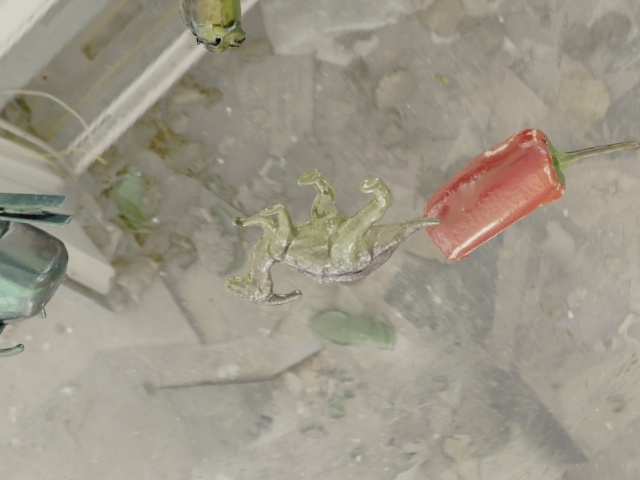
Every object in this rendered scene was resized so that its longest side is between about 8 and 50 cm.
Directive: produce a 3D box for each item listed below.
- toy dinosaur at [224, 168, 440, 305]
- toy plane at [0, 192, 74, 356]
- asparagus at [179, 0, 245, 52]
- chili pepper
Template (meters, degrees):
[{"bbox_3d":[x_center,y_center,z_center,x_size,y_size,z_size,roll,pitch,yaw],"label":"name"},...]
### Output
[{"bbox_3d":[-0.001,-0.005,1.272,0.294,0.162,0.077,-13,40,21],"label":"toy dinosaur"},{"bbox_3d":[-0.225,0.009,0.538,0.234,0.096,0.060,1,43,20],"label":"toy plane"},{"bbox_3d":[-0.204,-0.525,1.727,0.108,0.382,0.128,-17,33,-23],"label":"asparagus"},{"bbox_3d":[0.316,-0.105,1.553,0.338,0.134,0.131,-36,80,28],"label":"chili pepper"}]
